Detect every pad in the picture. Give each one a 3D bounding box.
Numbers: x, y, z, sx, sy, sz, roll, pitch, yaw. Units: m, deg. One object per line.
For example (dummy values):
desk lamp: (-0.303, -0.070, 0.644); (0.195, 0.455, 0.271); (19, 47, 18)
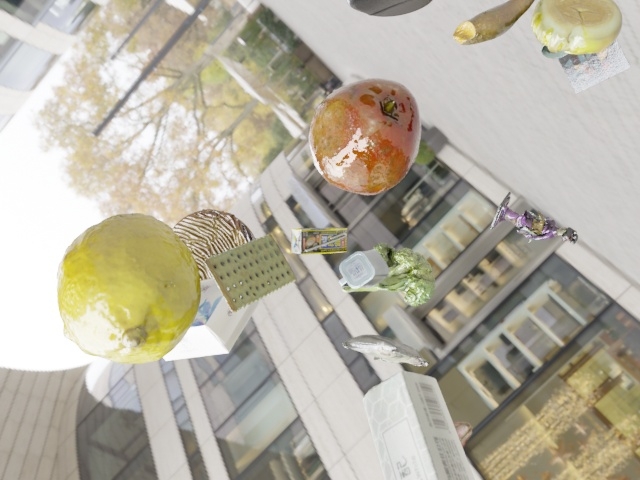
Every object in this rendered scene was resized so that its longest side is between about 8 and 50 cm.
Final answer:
pad: (0.859, -0.565, 1.930); (0.143, 0.003, 0.211); (61, 153, -3)

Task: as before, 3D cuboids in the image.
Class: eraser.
eraser: (0.169, 0.384, 0.842); (0.098, 0.096, 0.404); (23, -142, -38)

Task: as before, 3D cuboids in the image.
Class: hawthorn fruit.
hawthorn fruit: (0.163, -0.361, 2.040); (0.403, 0.403, 0.403); (42, -171, -8)

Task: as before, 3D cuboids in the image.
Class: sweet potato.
sweet potato: (0.438, -0.537, 1.481); (0.077, 0.243, 0.077); (59, 170, 18)

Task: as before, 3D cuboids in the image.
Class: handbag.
handbag: (0.199, -0.726, 1.752); (0.308, 0.254, 0.093); (-7, -93, -52)

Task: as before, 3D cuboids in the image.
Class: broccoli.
broccoli: (0.257, 0.094, 2.168); (0.302, 0.186, 0.254); (19, -142, -6)

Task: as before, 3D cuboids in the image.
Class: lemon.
lemon: (-0.351, 0.094, 1.134); (0.268, 0.268, 0.322); (35, -158, -42)

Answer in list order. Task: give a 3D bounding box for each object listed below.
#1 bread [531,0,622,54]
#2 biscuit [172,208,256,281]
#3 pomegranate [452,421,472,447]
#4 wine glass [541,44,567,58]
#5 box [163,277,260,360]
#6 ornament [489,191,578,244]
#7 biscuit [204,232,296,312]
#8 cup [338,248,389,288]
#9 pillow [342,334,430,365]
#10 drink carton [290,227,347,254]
bread: (0.630, -0.540, 1.516); (0.213, 0.213, 0.105); (47, 165, 22)
biscuit: (-0.359, 0.054, 2.013); (0.318, 0.318, 0.040); (42, -171, -7)
pomegranate: (0.287, 0.539, 1.573); (0.214, 0.248, 0.214); (47, -167, -14)
wine glass: (0.766, -0.709, 1.981); (0.103, 0.231, 0.103); (8, 160, 3)
box: (-0.325, 0.211, 1.685); (0.116, 0.274, 0.203); (55, -137, -24)
ornament: (0.536, -0.042, 1.514); (0.203, 0.088, 0.081); (20, -140, 16)
biscuit: (-0.153, 0.066, 1.385); (0.231, 0.016, 0.139); (-24, -99, -52)
cup: (0.108, 0.088, 1.690); (0.095, 0.128, 0.129); (59, -162, 13)
pillow: (0.182, 0.291, 1.630); (0.169, 0.059, 0.255); (4, 165, 31)
drink carton: (0.000, 0.000, 1.680); (0.165, 0.071, 0.056); (-3, -172, -38)
